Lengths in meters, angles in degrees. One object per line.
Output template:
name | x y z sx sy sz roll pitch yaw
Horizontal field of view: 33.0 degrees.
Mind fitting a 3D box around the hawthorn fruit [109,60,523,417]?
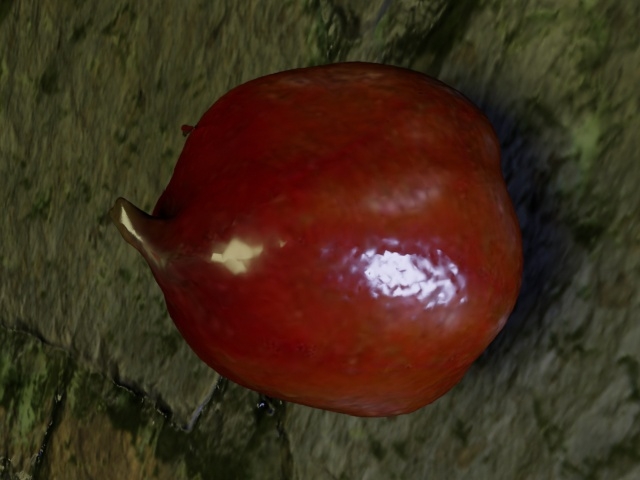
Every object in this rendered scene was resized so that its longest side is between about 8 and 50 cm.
hawthorn fruit | 0.017 0.002 0.855 0.295 0.311 0.295 10 111 29
